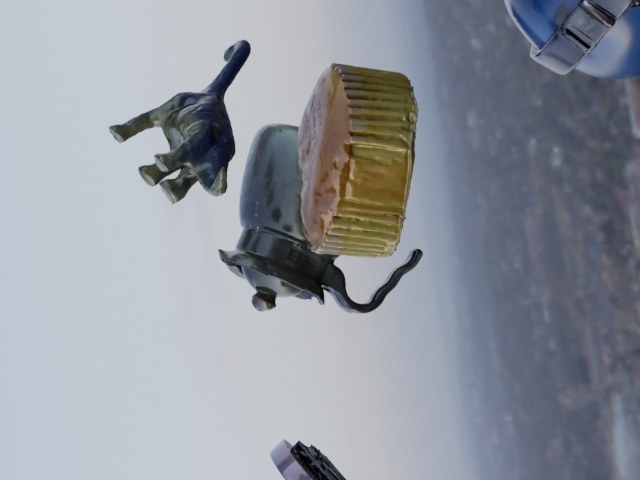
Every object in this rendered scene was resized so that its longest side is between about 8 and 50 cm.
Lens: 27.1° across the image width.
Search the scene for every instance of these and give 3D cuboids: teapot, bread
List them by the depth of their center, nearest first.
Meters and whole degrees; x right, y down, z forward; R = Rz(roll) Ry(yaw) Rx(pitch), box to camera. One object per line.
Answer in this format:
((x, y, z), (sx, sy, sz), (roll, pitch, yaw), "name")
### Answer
((0.042, -0.103, 1.726), (0.179, 0.133, 0.250), (-114, 30, -60), "bread")
((-0.018, -0.005, 2.133), (0.305, 0.223, 0.285), (29, -100, -39), "teapot")

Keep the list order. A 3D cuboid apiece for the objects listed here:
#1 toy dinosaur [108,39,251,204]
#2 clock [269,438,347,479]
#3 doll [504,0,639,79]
((-0.091, -0.119, 1.274), (0.248, 0.188, 0.075), (28, 153, 57), "toy dinosaur")
((-0.002, 0.358, 1.973), (0.198, 0.064, 0.172), (44, 175, 40), "clock")
((0.303, -0.304, 1.304), (0.310, 0.240, 0.284), (-56, 3, 4), "doll")
